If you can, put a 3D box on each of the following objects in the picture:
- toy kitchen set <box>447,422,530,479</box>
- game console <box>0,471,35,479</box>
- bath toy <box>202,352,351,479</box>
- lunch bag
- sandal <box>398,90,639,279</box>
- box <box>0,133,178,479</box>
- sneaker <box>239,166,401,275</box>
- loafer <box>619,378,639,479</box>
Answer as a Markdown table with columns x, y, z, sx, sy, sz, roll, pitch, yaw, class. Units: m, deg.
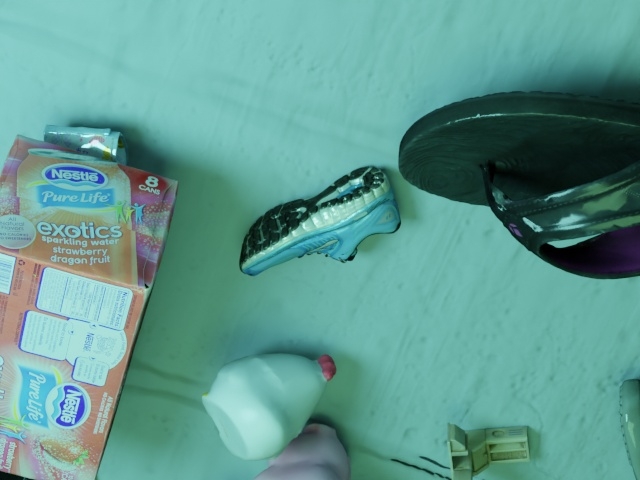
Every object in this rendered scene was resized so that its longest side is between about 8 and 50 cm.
| x | y | z | sx | sy | sz | roll | pitch | yaw | class |
| --- | --- | --- | --- | --- | --- | --- | --- | --- | --- |
| 0.162 | 0.205 | 1.549 | 0.075 | 0.083 | 0.068 | -5 | 121 | 9 | toy kitchen set |
| -0.296 | 0.215 | 1.640 | 0.107 | 0.071 | 0.122 | -18 | 123 | -19 | game console |
| -0.002 | 0.248 | 1.569 | 0.129 | 0.151 | 0.348 | -32 | 117 | -21 | bath toy |
| -0.207 | -0.067 | 1.437 | 0.071 | 0.053 | 0.083 | 2 | 132 | 6 | lunch bag |
| 0.281 | -0.027 | 1.341 | 0.445 | 0.107 | 0.167 | 10 | 151 | 5 | sandal |
| -0.235 | 0.072 | 1.438 | 0.154 | 0.142 | 0.300 | 16 | 134 | -4 | box |
| 0.000 | 0.000 | 1.453 | 0.162 | 0.063 | 0.073 | -24 | 120 | 18 | sneaker |
| 0.352 | 0.240 | 1.547 | 0.087 | 0.094 | 0.251 | -12 | 119 | 17 | loafer |
